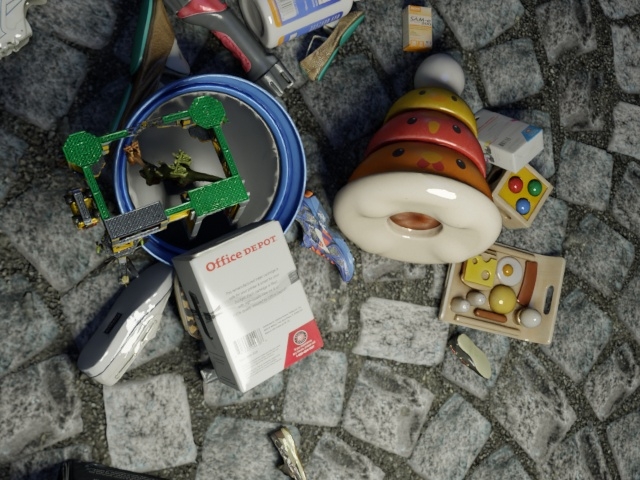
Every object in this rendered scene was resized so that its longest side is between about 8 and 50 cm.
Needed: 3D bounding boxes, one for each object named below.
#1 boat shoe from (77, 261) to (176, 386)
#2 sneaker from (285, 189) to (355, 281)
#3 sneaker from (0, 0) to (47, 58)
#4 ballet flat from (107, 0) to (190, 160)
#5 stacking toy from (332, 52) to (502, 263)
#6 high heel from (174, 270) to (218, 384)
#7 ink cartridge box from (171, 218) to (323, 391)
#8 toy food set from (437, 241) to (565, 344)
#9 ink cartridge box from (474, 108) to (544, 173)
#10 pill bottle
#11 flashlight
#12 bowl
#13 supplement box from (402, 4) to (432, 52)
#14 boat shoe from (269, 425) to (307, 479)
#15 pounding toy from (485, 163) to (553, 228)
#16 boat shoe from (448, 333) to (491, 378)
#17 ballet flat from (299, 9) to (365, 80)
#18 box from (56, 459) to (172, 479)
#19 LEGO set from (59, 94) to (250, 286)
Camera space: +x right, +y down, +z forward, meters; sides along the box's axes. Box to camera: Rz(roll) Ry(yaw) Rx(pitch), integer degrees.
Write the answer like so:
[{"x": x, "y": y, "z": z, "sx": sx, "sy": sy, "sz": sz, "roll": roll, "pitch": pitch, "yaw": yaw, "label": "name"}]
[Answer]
[{"x": -0.360, "y": 0.164, "z": 1.309, "sx": 0.268, "sy": 0.096, "sz": 0.088, "roll": -60, "pitch": 136, "yaw": -25, "label": "boat shoe"}, {"x": 0.000, "y": 0.000, "z": 1.453, "sx": 0.087, "sy": 0.083, "sz": 0.221, "roll": -33, "pitch": 93, "yaw": -4, "label": "sneaker"}, {"x": -0.618, "y": -0.387, "z": 1.236, "sx": 0.129, "sy": 0.111, "sz": 0.297, "roll": 28, "pitch": 80, "yaw": -22, "label": "sneaker"}, {"x": -0.333, "y": -0.312, "z": 1.330, "sx": 0.124, "sy": 0.116, "sz": 0.343, "roll": 15, "pitch": 86, "yaw": -28, "label": "ballet flat"}, {"x": 0.228, "y": -0.217, "z": 1.459, "sx": 0.350, "sy": 0.350, "sz": 0.480, "roll": 19, "pitch": 64, "yaw": -17, "label": "stacking toy"}, {"x": -0.186, "y": 0.151, "z": 1.356, "sx": 0.186, "sy": 0.093, "sz": 0.262, "roll": -20, "pitch": 111, "yaw": -13, "label": "high heel"}, {"x": -0.139, "y": 0.118, "z": 1.280, "sx": 0.196, "sy": 0.114, "sz": 0.273, "roll": -26, "pitch": 104, "yaw": -30, "label": "ink cartridge box"}, {"x": 0.434, "y": 0.112, "z": 1.581, "sx": 0.305, "sy": 0.092, "sz": 0.220, "roll": 15, "pitch": 83, "yaw": -18, "label": "toy food set"}, {"x": 0.424, "y": -0.240, "z": 1.579, "sx": 0.104, "sy": 0.181, "sz": 0.062, "roll": -39, "pitch": 134, "yaw": -16, "label": "ink cartridge box"}, {"x": -0.026, "y": -0.529, "z": 1.414, "sx": 0.271, "sy": 0.152, "sz": 0.152, "roll": -28, "pitch": 97, "yaw": -16, "label": "pill bottle"}, {"x": -0.193, "y": -0.413, "z": 1.375, "sx": 0.103, "sy": 0.103, "sz": 0.304, "roll": -47, "pitch": 113, "yaw": -15, "label": "flashlight"}, {"x": -0.218, "y": -0.131, "z": 1.324, "sx": 0.390, "sy": 0.077, "sz": 0.392, "roll": -7, "pitch": 106, "yaw": -25, "label": "bowl"}, {"x": 0.228, "y": -0.499, "z": 1.567, "sx": 0.062, "sy": 0.036, "sz": 0.099, "roll": -1, "pitch": 87, "yaw": -20, "label": "supplement box"}, {"x": -0.067, "y": 0.475, "z": 1.416, "sx": 0.049, "sy": 0.056, "sz": 0.152, "roll": -19, "pitch": 84, "yaw": -14, "label": "boat shoe"}, {"x": 0.426, "y": -0.101, "z": 1.588, "sx": 0.181, "sy": 0.094, "sz": 0.206, "roll": 39, "pitch": 76, "yaw": -14, "label": "pounding toy"}, {"x": 0.357, "y": 0.276, "z": 1.576, "sx": 0.133, "sy": 0.042, "sz": 0.049, "roll": 48, "pitch": 49, "yaw": -12, "label": "boat shoe"}, {"x": 0.022, "y": -0.450, "z": 1.480, "sx": 0.067, "sy": 0.073, "sz": 0.206, "roll": 34, "pitch": 73, "yaw": 0, "label": "ballet flat"}, {"x": -0.355, "y": 0.681, "z": 1.083, "sx": 0.297, "sy": 0.471, "sz": 0.481, "roll": 19, "pitch": 82, "yaw": -17, "label": "box"}, {"x": -0.287, "y": -0.096, "z": 1.187, "sx": 0.331, "sy": 0.192, "sz": 0.255, "roll": -30, "pitch": 85, "yaw": -21, "label": "LEGO set"}]
